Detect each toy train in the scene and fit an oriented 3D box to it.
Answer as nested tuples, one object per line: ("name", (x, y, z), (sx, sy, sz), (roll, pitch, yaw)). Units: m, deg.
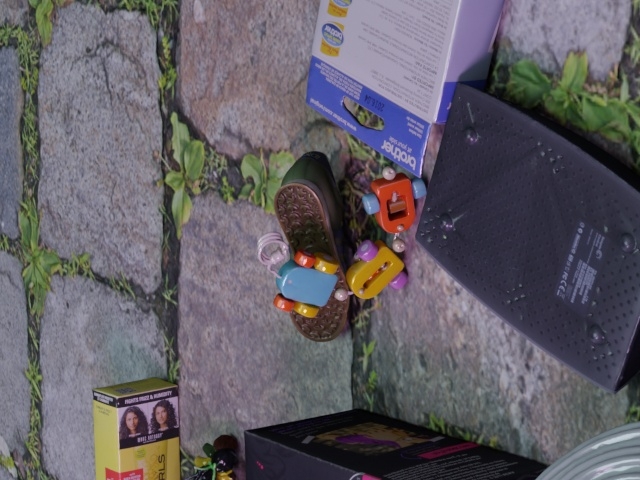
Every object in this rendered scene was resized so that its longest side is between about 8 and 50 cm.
("toy train", (0.020, -0.001, 1.499), (0.046, 0.166, 0.125), (-129, 20, -57))

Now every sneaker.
("sneaker", (0.000, 0.000, 1.580), (0.064, 0.086, 0.192), (1, 128, 14))

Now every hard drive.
("hard drive", (0.187, -0.009, 1.333), (0.254, 0.054, 0.172), (39, 126, 42))

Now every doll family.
("doll family", (-0.088, 0.278, 1.740), (0.193, 0.076, 0.111), (36, 120, 38))

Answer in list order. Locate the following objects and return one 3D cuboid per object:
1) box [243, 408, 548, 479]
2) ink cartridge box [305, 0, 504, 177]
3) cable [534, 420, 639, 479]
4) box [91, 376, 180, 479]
("box", (0.062, 0.263, 1.474), (0.270, 0.143, 0.165), (10, 104, 52))
("ink cartridge box", (0.082, -0.232, 1.426), (0.186, 0.065, 0.311), (35, 121, 44))
("cable", (0.231, 0.254, 1.190), (0.257, 0.089, 0.257), (-32, 41, 19))
("box", (-0.210, 0.279, 1.885), (0.058, 0.087, 0.232), (12, 105, 51))
